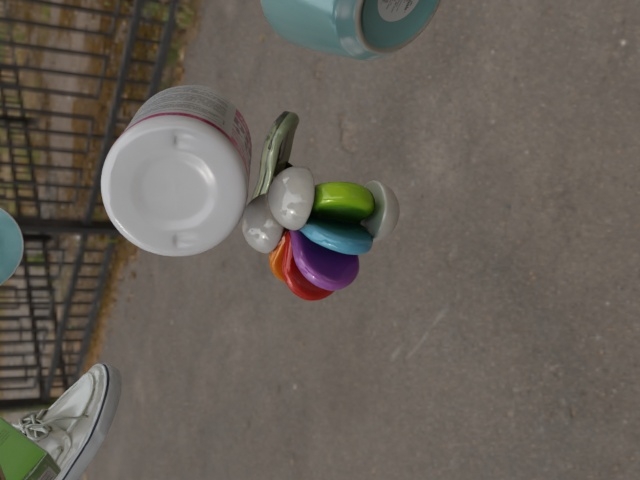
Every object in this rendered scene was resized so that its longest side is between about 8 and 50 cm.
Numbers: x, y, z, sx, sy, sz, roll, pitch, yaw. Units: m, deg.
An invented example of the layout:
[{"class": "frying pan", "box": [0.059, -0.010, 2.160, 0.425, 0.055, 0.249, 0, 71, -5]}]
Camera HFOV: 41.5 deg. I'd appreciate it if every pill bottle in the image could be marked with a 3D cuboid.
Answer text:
[{"class": "pill bottle", "box": [-0.165, -0.102, 1.037, 0.283, 0.160, 0.160, -100, 22, -69]}]

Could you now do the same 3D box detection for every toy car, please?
[{"class": "toy car", "box": [0.000, 0.000, 1.010, 0.182, 0.159, 0.136, -37, 49, 53]}]

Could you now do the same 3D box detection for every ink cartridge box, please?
[{"class": "ink cartridge box", "box": [-0.452, 0.259, 1.126, 0.209, 0.062, 0.109, 34, 154, 11]}]

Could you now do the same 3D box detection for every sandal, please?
[{"class": "sandal", "box": [-0.072, -0.099, 1.583, 0.120, 0.086, 0.303, -64, -8, -47]}]

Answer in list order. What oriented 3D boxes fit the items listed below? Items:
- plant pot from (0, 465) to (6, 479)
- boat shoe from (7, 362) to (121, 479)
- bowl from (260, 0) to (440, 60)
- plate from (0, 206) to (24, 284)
[{"class": "plant pot", "box": [-0.369, 0.227, 0.541, 0.237, 0.254, 0.237, -15, -90, -83]}, {"class": "boat shoe", "box": [-0.517, 0.373, 1.551, 0.136, 0.156, 0.367, 27, 84, 52]}, {"class": "bowl", "box": [0.075, -0.406, 1.317, 0.163, 0.311, 0.311, 46, 129, 34]}, {"class": "plate", "box": [-0.575, 0.010, 1.355, 0.024, 0.188, 0.188, 52, 132, 49]}]
